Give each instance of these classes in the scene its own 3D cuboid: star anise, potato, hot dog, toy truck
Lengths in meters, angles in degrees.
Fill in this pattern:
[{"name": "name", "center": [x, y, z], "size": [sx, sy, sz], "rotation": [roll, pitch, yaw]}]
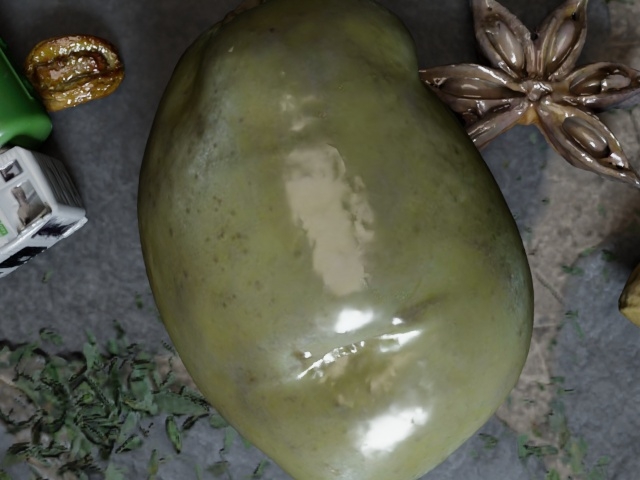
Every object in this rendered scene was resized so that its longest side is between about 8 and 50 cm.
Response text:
[{"name": "star anise", "center": [0.170, -0.125, 0.649], "size": [0.208, 0.063, 0.172], "rotation": [2, 83, 3]}, {"name": "potato", "center": [0.000, 0.000, 0.554], "size": [0.243, 0.221, 0.326], "rotation": [-31, 86, 37]}, {"name": "hot dog", "center": [-0.204, -0.136, 0.657], "size": [0.083, 0.035, 0.058], "rotation": [-15, 85, -1]}, {"name": "toy truck", "center": [-0.280, -0.095, 0.621], "size": [0.125, 0.101, 0.242], "rotation": [-31, 89, -1]}]

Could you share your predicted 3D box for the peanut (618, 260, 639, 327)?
[{"name": "peanut", "center": [0.324, 0.025, 0.625], "size": [0.192, 0.089, 0.089], "rotation": [-22, 88, -2]}]
